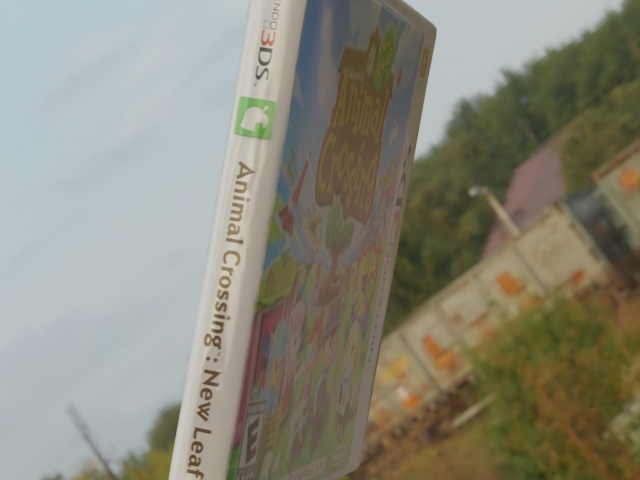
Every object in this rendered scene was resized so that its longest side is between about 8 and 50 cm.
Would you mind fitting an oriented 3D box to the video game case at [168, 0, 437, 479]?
[{"bbox_3d":[0.000,0.000,0.632,0.212,0.023,0.193,4,-84,-76],"label":"video game case"}]
